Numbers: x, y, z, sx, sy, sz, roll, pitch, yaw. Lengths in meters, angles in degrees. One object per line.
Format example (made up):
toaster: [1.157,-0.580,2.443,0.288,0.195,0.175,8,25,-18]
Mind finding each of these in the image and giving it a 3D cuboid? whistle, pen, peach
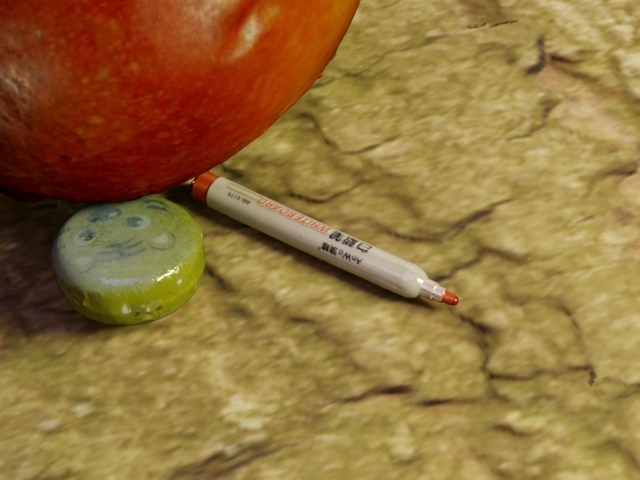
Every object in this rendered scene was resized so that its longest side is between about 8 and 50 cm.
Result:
whistle: [-0.148,-0.015,0.935,0.104,0.057,0.198,-14,43,-16]
pen: [0.000,0.000,0.911,0.218,0.026,0.026,25,60,25]
peach: [-0.136,-0.236,0.883,0.335,0.310,0.406,37,68,26]
